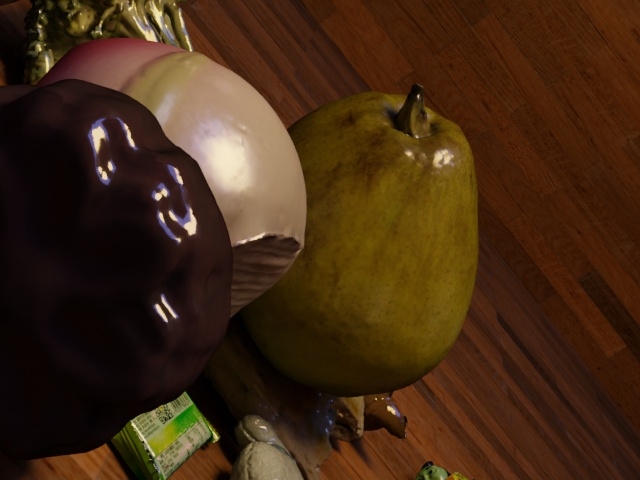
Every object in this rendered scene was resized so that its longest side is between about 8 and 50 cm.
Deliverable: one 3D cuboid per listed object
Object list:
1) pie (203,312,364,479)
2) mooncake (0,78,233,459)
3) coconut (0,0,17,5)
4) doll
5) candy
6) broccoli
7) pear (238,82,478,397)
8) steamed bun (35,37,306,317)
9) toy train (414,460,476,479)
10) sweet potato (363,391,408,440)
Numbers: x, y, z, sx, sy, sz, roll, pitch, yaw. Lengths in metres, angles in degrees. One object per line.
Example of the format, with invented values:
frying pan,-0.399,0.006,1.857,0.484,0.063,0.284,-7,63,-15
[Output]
pie,-0.058,0.135,1.429,0.337,0.075,0.337,47,18,-20
mooncake,-0.208,0.022,0.884,0.283,0.283,0.141,53,12,-4
coconut,-0.362,-0.371,1.325,0.202,0.202,0.222,49,-26,-19
doll,-0.048,0.267,1.197,0.103,0.071,0.214,40,25,-38
candy,-0.154,0.178,1.152,0.102,0.032,0.178,58,15,-1
broccoli,-0.221,-0.231,1.417,0.243,0.247,0.263,48,35,3
pear,0.043,-0.007,1.285,0.287,0.375,0.287,16,31,-10
steamed bun,-0.176,-0.062,1.103,0.309,0.309,0.309,48,17,-20
toy train,0.228,0.405,1.653,0.296,0.100,0.160,40,14,-38
sweet potato,0.044,0.157,1.641,0.124,0.098,0.310,20,34,-51
